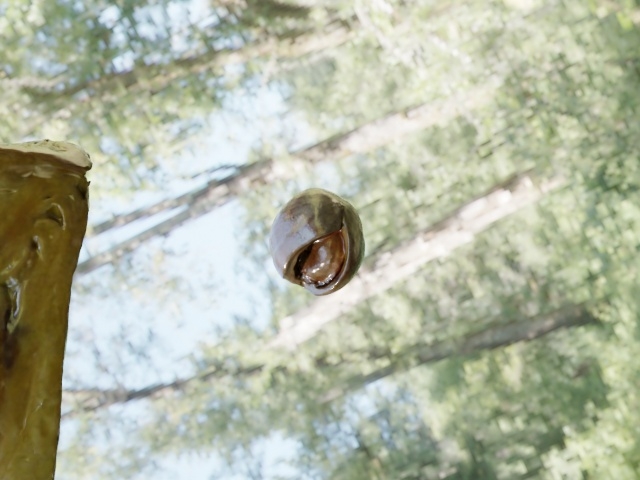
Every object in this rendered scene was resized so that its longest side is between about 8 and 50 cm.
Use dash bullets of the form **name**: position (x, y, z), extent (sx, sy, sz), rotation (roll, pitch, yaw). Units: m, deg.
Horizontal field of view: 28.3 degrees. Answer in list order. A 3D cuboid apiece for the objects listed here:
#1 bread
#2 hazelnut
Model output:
- **bread**: position (-0.165, 0.035, 0.450), extent (0.143, 0.149, 0.158), rotation (176, 93, -70)
- **hazelnut**: position (0.000, 0.000, 0.987), extent (0.086, 0.086, 0.086), rotation (60, -168, -21)
